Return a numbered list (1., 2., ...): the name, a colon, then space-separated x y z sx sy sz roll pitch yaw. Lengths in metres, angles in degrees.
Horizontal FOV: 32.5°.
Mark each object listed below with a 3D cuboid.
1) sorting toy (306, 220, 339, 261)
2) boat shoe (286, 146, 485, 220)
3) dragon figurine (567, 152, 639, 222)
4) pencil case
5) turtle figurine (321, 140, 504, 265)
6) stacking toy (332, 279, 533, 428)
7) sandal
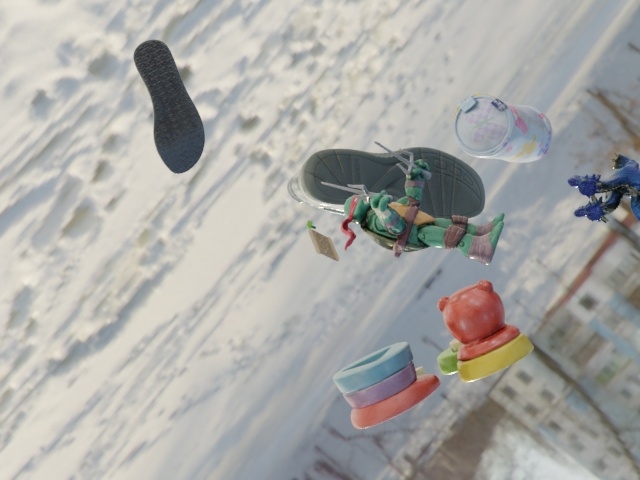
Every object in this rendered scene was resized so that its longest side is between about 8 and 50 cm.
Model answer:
1. sorting toy: 0.000 0.000 2.022 0.012 0.083 0.062 -39 145 24
2. boat shoe: 0.108 -0.082 1.738 0.103 0.320 0.118 156 -67 -67
3. dragon figurine: 0.532 -0.077 1.733 0.144 0.289 0.085 -73 166 -60
4. pencil case: 0.343 -0.208 2.057 0.113 0.124 0.273 -53 157 19
5. turtle figurine: 0.117 -0.036 1.421 0.175 0.234 0.118 -63 171 -57
6. stacking toy: 0.169 0.167 1.754 0.309 0.130 0.279 -26 180 9
7. sandal: -0.280 -0.252 2.066 0.097 0.255 0.054 -14 -178 -7
